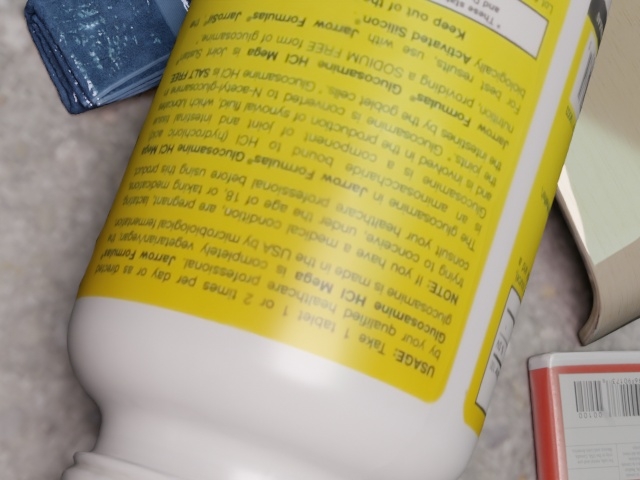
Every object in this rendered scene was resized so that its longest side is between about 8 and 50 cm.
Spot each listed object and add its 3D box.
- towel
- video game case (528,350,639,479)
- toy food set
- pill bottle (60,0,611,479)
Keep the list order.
[{"bbox_3d":[-0.086,-0.114,0.699,0.119,0.029,0.067,-28,91,-27],"label":"towel"},{"bbox_3d":[0.219,0.204,0.777,0.204,0.025,0.285,2,78,-25],"label":"video game case"},{"bbox_3d":[0.185,-0.122,0.806,0.220,0.092,0.306,-24,89,-16],"label":"toy food set"},{"bbox_3d":[0.000,0.000,0.620,0.188,0.188,0.334,24,75,-19],"label":"pill bottle"}]
